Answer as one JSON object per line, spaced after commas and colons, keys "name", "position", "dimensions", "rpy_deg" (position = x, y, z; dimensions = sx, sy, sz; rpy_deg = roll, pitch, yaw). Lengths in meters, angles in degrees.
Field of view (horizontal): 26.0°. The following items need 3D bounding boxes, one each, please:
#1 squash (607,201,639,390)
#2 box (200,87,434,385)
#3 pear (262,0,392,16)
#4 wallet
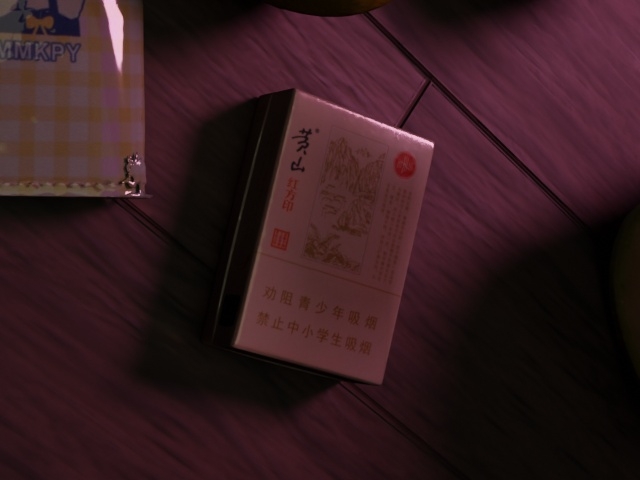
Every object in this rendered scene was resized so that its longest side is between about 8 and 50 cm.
{"name": "squash", "position": [0.474, 0.016, 1.227], "dimensions": [0.384, 0.263, 0.263], "rpy_deg": [-20, 99, -30]}
{"name": "box", "position": [0.000, 0.000, 1.060], "dimensions": [0.141, 0.058, 0.201], "rpy_deg": [16, 82, -29]}
{"name": "pear", "position": [0.004, -0.255, 0.995], "dimensions": [0.200, 0.200, 0.199], "rpy_deg": [1, 89, -31]}
{"name": "wallet", "position": [-0.216, -0.183, 0.933], "dimensions": [0.223, 0.077, 0.309], "rpy_deg": [0, 90, -34]}
